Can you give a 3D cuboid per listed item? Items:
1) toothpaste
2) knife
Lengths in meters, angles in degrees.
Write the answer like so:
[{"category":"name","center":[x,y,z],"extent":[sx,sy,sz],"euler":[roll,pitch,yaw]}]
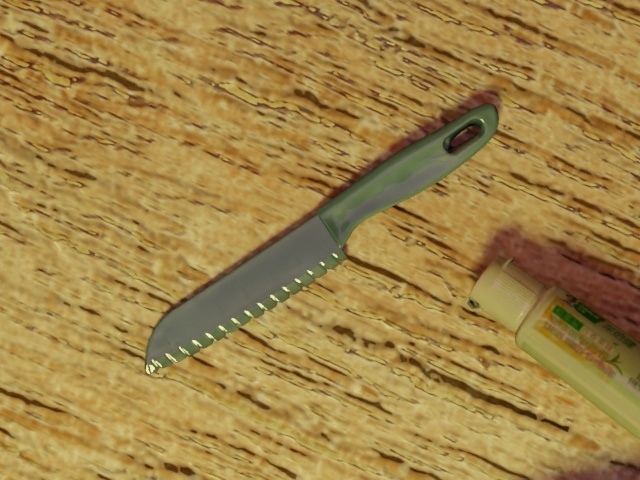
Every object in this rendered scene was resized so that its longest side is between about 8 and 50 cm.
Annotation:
[{"category":"toothpaste","center":[0.238,0.115,1.004],"extent":[0.314,0.056,0.058],"euler":[37,101,13]},{"category":"knife","center":[0.000,0.000,1.055],"extent":[0.313,0.019,0.044],"euler":[-34,92,2]}]
